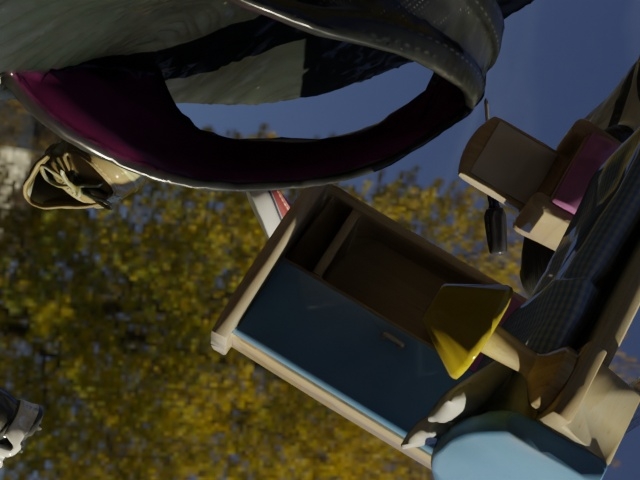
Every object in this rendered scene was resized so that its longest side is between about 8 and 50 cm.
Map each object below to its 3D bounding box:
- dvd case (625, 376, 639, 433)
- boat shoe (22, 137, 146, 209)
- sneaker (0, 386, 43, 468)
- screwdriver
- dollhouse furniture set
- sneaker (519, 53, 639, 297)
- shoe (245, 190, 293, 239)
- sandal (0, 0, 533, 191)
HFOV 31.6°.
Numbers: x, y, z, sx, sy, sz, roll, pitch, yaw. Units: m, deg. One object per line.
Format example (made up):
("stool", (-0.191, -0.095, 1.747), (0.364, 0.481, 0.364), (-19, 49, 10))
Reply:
("dvd case", (0.445, 0.165, 1.394), (0.022, 0.253, 0.180), (55, -13, 24))
("boat shoe", (-0.287, -0.075, 1.350), (0.089, 0.104, 0.285), (-45, -166, -18))
("sneaker", (-0.371, 0.214, 1.043), (0.234, 0.106, 0.078), (-47, -159, -1))
("screwdriver", (0.183, -0.068, 1.216), (0.025, 0.024, 0.170), (100, -14, -82))
("dollhouse furniture set", (0.087, -0.020, 0.620), (0.286, 0.198, 0.303), (-57, 175, -19))
("sneaker", (0.369, -0.057, 1.443), (0.447, 0.169, 0.257), (-54, 174, -23))
("shoe", (0.000, 0.000, 1.007), (0.178, 0.081, 0.063), (63, -3, -32))
("sandal", (-0.033, -0.072, 0.429), (0.167, 0.446, 0.107), (-35, -103, 39))
